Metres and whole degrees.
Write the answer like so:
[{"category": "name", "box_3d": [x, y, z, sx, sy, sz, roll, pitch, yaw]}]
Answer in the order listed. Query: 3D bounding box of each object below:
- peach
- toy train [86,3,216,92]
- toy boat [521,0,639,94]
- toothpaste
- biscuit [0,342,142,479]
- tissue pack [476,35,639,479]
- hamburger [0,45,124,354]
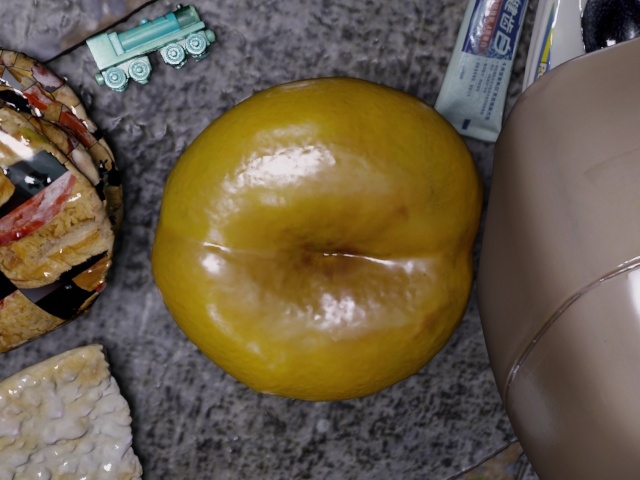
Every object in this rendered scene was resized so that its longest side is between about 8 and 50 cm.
[{"category": "peach", "box_3d": [0.000, 0.000, 0.681, 0.251, 0.153, 0.251, -6, 109, -19]}, {"category": "toy train", "box_3d": [-0.123, -0.140, 0.664, 0.092, 0.029, 0.045, -25, 98, -7]}, {"category": "toy boat", "box_3d": [0.234, -0.151, 0.688, 0.141, 0.141, 0.269, 3, 97, -14]}, {"category": "toothpaste", "box_3d": [0.138, -0.189, 0.701, 0.060, 0.038, 0.233, 8, 111, -12]}, {"category": "biscuit", "box_3d": [-0.226, 0.200, 0.733, 0.188, 0.040, 0.265, 26, 95, -41]}, {"category": "tissue pack", "box_3d": [0.251, 0.058, 0.612, 0.267, 0.276, 0.387, -13, 155, 0]}, {"category": "hamburger", "box_3d": [-0.252, -0.022, 0.639, 0.231, 0.107, 0.231, -4, 118, -8]}]
